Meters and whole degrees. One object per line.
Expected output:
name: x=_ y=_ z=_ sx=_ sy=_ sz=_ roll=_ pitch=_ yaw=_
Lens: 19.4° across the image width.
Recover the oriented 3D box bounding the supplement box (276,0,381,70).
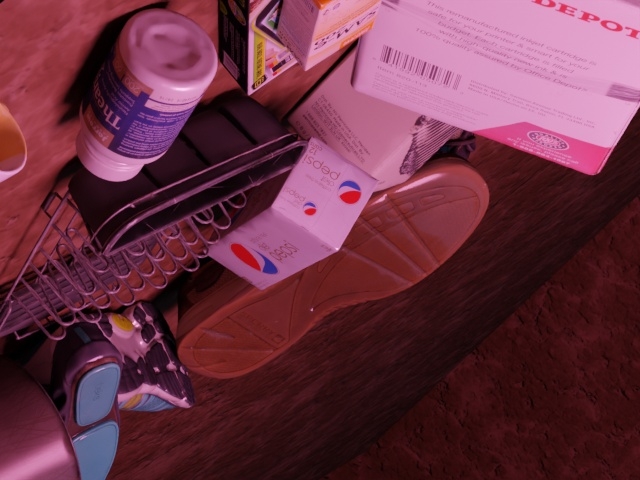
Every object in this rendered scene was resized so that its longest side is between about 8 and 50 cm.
supplement box: x=0.009 y=-0.161 z=1.247 sx=0.062 sy=0.036 sz=0.098 roll=-34 pitch=168 yaw=-17

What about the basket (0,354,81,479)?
basket: x=-0.339 y=0.213 z=1.552 sx=0.227 sy=0.154 sz=0.204 roll=-26 pitch=179 yaw=-28

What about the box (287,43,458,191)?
box: x=0.106 y=-0.160 z=1.570 sx=0.275 sy=0.094 sz=0.113 roll=-45 pitch=166 yaw=30

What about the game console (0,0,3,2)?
game console: x=-0.092 y=-0.239 z=0.836 sx=0.386 sy=0.060 sz=0.342 roll=-37 pitch=174 yaw=-1

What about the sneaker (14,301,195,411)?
sneaker: x=-0.205 y=0.121 z=1.766 sx=0.110 sy=0.107 sz=0.275 roll=-26 pitch=165 yaw=18

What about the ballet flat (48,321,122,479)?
ballet flat: x=-0.207 y=0.142 z=1.599 sx=0.074 sy=0.074 sz=0.203 roll=-30 pitch=150 yaw=-34

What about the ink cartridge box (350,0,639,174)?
ink cartridge box: x=0.145 y=-0.173 z=1.319 sx=0.283 sy=0.207 sz=0.117 roll=104 pitch=7 yaw=-71

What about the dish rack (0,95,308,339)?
dish rack: x=-0.149 y=0.000 z=1.482 sx=0.208 sy=0.074 sz=0.271 roll=-26 pitch=163 yaw=-41

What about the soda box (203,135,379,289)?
soda box: x=-0.030 y=-0.020 z=1.591 sx=0.074 sy=0.069 sz=0.216 roll=-60 pitch=-170 yaw=-18

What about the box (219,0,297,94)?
box: x=-0.015 y=-0.180 z=1.286 sx=0.114 sy=0.036 sz=0.207 roll=-36 pitch=168 yaw=-12

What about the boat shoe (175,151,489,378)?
boat shoe: x=0.000 y=0.000 z=1.776 sx=0.342 sy=0.123 sz=0.123 roll=-34 pitch=131 yaw=21

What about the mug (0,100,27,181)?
mug: x=-0.217 y=-0.050 z=1.136 sx=0.064 sy=0.062 sz=0.078 roll=-35 pitch=164 yaw=27

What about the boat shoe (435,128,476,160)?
boat shoe: x=0.105 y=-0.103 z=1.780 sx=0.103 sy=0.092 sz=0.285 roll=-31 pitch=166 yaw=-31

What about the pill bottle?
pill bottle: x=-0.120 y=-0.092 z=1.237 sx=0.067 sy=0.067 sz=0.120 roll=-28 pitch=164 yaw=-40
